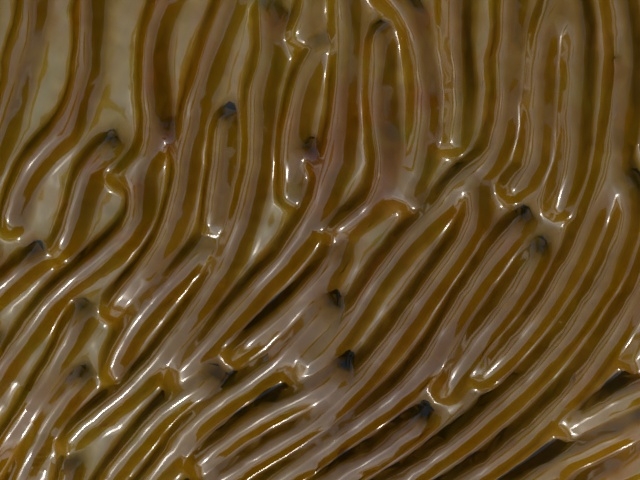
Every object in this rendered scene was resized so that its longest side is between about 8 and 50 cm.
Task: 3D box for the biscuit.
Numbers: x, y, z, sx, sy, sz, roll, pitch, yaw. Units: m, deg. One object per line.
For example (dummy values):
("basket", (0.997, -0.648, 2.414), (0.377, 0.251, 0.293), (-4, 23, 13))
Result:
("biscuit", (0.000, 0.000, 0.409), (0.318, 0.040, 0.318), (3, 106, 10))
